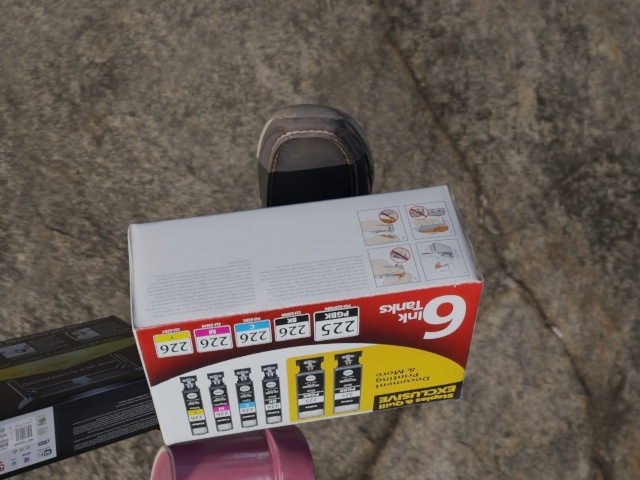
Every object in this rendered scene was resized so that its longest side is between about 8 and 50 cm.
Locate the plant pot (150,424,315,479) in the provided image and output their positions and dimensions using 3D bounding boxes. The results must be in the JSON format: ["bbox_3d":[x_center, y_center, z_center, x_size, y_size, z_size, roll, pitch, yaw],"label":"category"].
[{"bbox_3d":[-0.126,0.341,1.243,0.180,0.201,0.201,8,89,-24],"label":"plant pot"}]

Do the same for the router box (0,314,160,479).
[{"bbox_3d":[-0.350,0.197,1.237,0.309,0.243,0.081,-11,110,-38],"label":"router box"}]

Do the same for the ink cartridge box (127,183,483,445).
[{"bbox_3d":[-0.015,0.097,0.935,0.309,0.130,0.272,-8,140,-5],"label":"ink cartridge box"}]

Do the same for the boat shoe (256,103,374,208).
[{"bbox_3d":[0.000,0.000,1.039,0.132,0.355,0.130,-5,53,1],"label":"boat shoe"}]

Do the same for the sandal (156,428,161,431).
[{"bbox_3d":[-0.247,0.288,1.499,0.072,0.180,0.049,32,79,-48],"label":"sandal"}]
